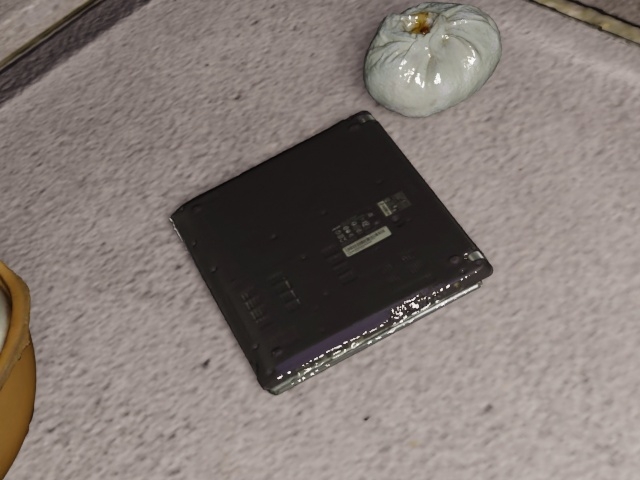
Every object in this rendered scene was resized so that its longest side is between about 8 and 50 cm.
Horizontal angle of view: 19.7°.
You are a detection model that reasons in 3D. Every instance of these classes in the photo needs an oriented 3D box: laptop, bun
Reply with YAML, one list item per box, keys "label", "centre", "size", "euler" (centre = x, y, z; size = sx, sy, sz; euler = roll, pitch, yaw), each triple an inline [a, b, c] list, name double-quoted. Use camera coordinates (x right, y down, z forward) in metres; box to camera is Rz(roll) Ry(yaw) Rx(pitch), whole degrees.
- label: "laptop"
  centre: [0.000, 0.000, 0.963]
  size: [0.129, 0.016, 0.180]
  euler: [-28, 35, -5]
- label: "bun"
  centre: [0.061, -0.106, 1.032]
  size: [0.083, 0.045, 0.083]
  euler: [-12, 41, 11]

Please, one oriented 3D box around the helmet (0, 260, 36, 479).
- label: "helmet"
  centre: [-0.231, 0.084, 0.898]
  size: [0.224, 0.130, 0.198]
  euler: [12, 54, 24]
